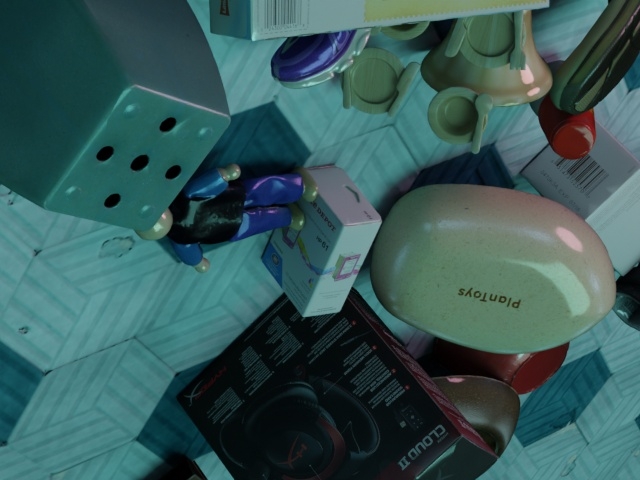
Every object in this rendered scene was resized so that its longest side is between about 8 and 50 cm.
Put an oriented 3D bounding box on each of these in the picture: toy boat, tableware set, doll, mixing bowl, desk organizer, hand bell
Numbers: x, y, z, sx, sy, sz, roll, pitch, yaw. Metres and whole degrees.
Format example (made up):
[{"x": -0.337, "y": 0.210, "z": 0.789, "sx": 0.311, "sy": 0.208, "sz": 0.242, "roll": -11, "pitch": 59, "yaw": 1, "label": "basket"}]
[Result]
[{"x": 0.209, "y": -0.030, "z": 1.700, "sx": 0.267, "sy": 0.148, "sz": 0.318, "roll": 17, "pitch": 118, "yaw": -10, "label": "toy boat"}, {"x": 0.100, "y": -0.163, "z": 1.456, "sx": 0.020, "sy": 0.169, "sz": 0.141, "roll": -59, "pitch": 165, "yaw": -65, "label": "tableware set"}, {"x": -0.093, "y": -0.023, "z": 1.504, "sx": 0.189, "sy": 0.046, "sz": 0.129, "roll": -8, "pitch": 135, "yaw": -41, "label": "doll"}, {"x": 0.239, "y": 0.126, "z": 1.979, "sx": 0.181, "sy": 0.098, "sz": 0.181, "roll": -27, "pitch": 147, "yaw": -20, "label": "mixing bowl"}, {"x": -0.189, "y": 0.293, "z": 1.791, "sx": 0.130, "sy": 0.047, "sz": 0.050, "roll": -39, "pitch": 145, "yaw": -2, "label": "desk organizer"}, {"x": 0.162, "y": -0.257, "z": 1.460, "sx": 0.126, "sy": 0.126, "sz": 0.242, "roll": -19, "pitch": 129, "yaw": -30, "label": "hand bell"}]

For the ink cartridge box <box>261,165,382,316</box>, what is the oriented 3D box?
[{"x": 0.000, "y": 0.000, "z": 1.588, "sx": 0.052, "sy": 0.088, "sz": 0.122, "roll": -6, "pitch": 134, "yaw": -38, "label": "ink cartridge box"}]

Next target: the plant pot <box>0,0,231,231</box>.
[{"x": -0.179, "y": -0.126, "z": 1.115, "sx": 0.165, "sy": 0.234, "sz": 0.165, "roll": 14, "pitch": 119, "yaw": -52, "label": "plant pot"}]

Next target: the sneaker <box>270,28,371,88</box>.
[{"x": 0.013, "y": -0.203, "z": 1.359, "sx": 0.170, "sy": 0.068, "sz": 0.071, "roll": -49, "pitch": 135, "yaw": 0, "label": "sneaker"}]

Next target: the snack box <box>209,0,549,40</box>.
[{"x": 0.057, "y": -0.267, "z": 1.279, "sx": 0.322, "sy": 0.060, "sz": 0.187, "roll": -12, "pitch": 110, "yaw": -37, "label": "snack box"}]

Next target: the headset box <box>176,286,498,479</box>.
[{"x": 0.022, "y": 0.205, "z": 1.670, "sx": 0.218, "sy": 0.293, "sz": 0.110, "roll": -45, "pitch": 147, "yaw": 6, "label": "headset box"}]

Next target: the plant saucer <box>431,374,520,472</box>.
[{"x": 0.103, "y": 0.263, "z": 1.964, "sx": 0.311, "sy": 0.050, "sz": 0.310, "roll": -13, "pitch": 150, "yaw": -8, "label": "plant saucer"}]

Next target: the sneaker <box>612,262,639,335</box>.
[{"x": 0.415, "y": 0.034, "z": 1.966, "sx": 0.153, "sy": 0.101, "sz": 0.268, "roll": -43, "pitch": -174, "yaw": 8, "label": "sneaker"}]

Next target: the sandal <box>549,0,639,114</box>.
[{"x": 0.307, "y": -0.254, "z": 1.583, "sx": 0.303, "sy": 0.086, "sz": 0.120, "roll": -48, "pitch": 154, "yaw": -19, "label": "sandal"}]

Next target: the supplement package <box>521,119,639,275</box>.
[{"x": 0.326, "y": -0.051, "z": 1.847, "sx": 0.105, "sy": 0.105, "sz": 0.179, "roll": -45, "pitch": 147, "yaw": 7, "label": "supplement package"}]
